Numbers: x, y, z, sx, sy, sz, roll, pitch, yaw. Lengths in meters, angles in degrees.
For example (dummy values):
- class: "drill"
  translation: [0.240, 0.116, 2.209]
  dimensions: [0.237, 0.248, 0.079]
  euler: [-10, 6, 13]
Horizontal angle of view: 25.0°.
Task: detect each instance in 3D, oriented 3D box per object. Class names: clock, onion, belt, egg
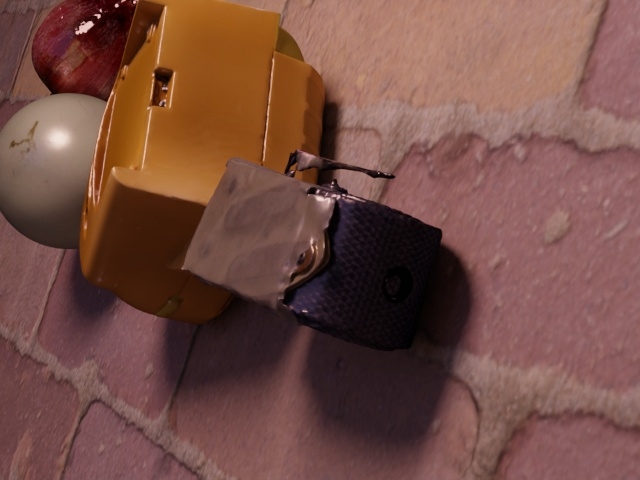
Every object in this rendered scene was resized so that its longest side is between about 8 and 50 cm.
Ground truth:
- class: "clock"
  translation: [-0.131, -0.059, 1.374]
  dimensions: [0.317, 0.200, 0.244]
  euler: [135, 148, -57]
- class: "onion"
  translation: [-0.268, -0.250, 1.808]
  dimensions: [0.195, 0.159, 0.159]
  euler: [-46, 34, 27]
- class: "belt"
  translation: [0.000, 0.000, 1.103]
  dimensions: [0.230, 0.139, 0.126]
  euler: [21, 92, 60]
- class: "egg"
  translation: [-0.301, -0.080, 1.716]
  dimensions: [0.264, 0.182, 0.183]
  euler: [-7, 67, 68]
